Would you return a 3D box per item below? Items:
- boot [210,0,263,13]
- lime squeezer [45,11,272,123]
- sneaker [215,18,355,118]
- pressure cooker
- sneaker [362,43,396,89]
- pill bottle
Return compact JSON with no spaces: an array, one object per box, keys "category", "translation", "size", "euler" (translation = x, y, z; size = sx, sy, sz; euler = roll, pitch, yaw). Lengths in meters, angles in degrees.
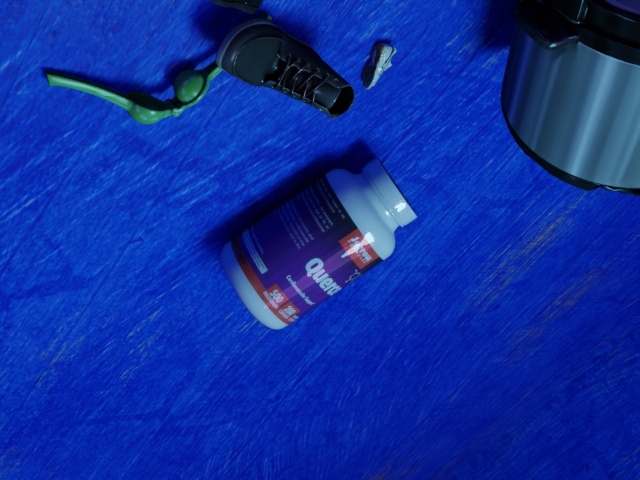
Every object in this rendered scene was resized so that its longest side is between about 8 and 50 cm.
[{"category":"boot","translation":[-0.089,-0.338,1.208],"size":[0.099,0.045,0.121],"euler":[-44,155,27]},{"category":"lime squeezer","translation":[-0.205,-0.219,1.296],"size":[0.310,0.059,0.110],"euler":[-19,116,-18]},{"category":"sneaker","translation":[-0.038,-0.229,1.303],"size":[0.222,0.118,0.083],"euler":[-6,132,-57]},{"category":"pressure cooker","translation":[0.470,-0.319,1.391],"size":[0.375,0.370,0.420],"euler":[15,145,11]},{"category":"sneaker","translation":[0.093,-0.267,1.491],"size":[0.037,0.032,0.083],"euler":[-10,145,-32]},{"category":"pill bottle","translation":[0.000,0.000,1.665],"size":[0.323,0.181,0.181],"euler":[-35,150,7]}]
